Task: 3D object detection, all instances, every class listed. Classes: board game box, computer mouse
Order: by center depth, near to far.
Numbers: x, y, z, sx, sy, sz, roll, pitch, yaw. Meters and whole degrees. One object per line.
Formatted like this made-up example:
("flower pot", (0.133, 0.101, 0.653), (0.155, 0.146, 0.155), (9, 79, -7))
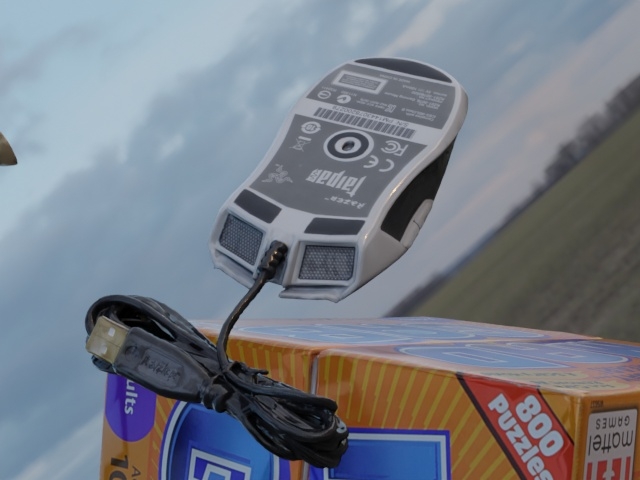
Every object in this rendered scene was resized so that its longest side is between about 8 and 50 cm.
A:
("computer mouse", (0.000, 0.000, 0.556), (0.193, 0.106, 0.042), (-53, -32, -38))
("board game box", (0.094, 0.244, 1.006), (0.356, 0.356, 0.356), (5, 1, 39))

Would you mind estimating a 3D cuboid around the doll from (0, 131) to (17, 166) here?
("doll", (-0.264, -0.019, 0.834), (0.189, 0.129, 0.046), (-31, 30, -17))
